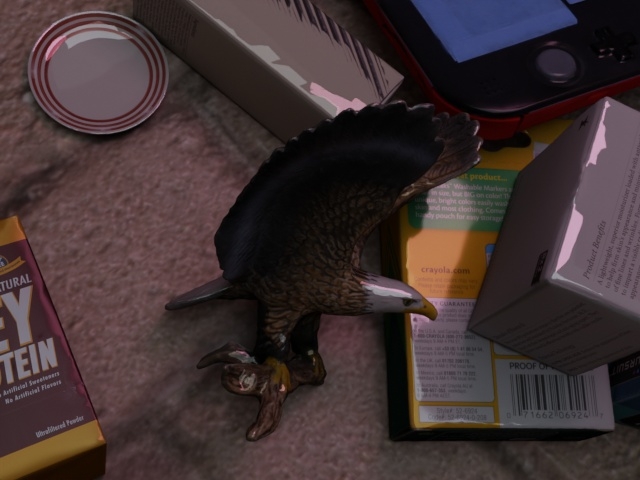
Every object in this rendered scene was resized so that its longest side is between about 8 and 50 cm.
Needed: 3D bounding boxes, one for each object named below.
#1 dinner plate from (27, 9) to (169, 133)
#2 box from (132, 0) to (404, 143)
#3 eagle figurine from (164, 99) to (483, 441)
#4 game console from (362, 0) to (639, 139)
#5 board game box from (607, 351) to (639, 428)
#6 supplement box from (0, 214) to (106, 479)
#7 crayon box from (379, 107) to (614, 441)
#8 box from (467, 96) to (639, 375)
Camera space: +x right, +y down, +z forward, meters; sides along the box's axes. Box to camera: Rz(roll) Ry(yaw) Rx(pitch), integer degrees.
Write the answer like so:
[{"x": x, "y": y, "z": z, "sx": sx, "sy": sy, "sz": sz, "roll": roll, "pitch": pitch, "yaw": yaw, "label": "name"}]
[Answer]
[{"x": -0.226, "y": -0.171, "z": 1.038, "sx": 0.141, "sy": 0.017, "sz": 0.141, "roll": 4, "pitch": 70, "yaw": -11, "label": "dinner plate"}, {"x": -0.058, "y": -0.198, "z": 1.035, "sx": 0.275, "sy": 0.113, "sz": 0.094, "roll": 39, "pitch": 67, "yaw": 2, "label": "box"}, {"x": 0.011, "y": 0.003, "z": 0.902, "sx": 0.225, "sy": 0.226, "sz": 0.298, "roll": 11, "pitch": 104, "yaw": -27, "label": "eagle figurine"}, {"x": 0.210, "y": -0.293, "z": 1.083, "sx": 0.341, "sy": 0.060, "sz": 0.387, "roll": -22, "pitch": 60, "yaw": -10, "label": "game console"}, {"x": 0.455, "y": 0.149, "z": 0.947, "sx": 0.335, "sy": 0.254, "sz": 0.079, "roll": 15, "pitch": 69, "yaw": -6, "label": "board game box"}, {"x": -0.271, "y": 0.116, "z": 0.834, "sx": 0.129, "sy": 0.191, "sz": 0.194, "roll": -20, "pitch": 76, "yaw": -18, "label": "supplement box"}, {"x": 0.168, "y": 0.035, "z": 1.017, "sx": 0.203, "sy": 0.083, "sz": 0.323, "roll": 3, "pitch": 71, "yaw": -11, "label": "crayon box"}, {"x": 0.237, "y": 0.003, "z": 0.900, "sx": 0.119, "sy": 0.182, "sz": 0.181, "roll": 24, "pitch": 68, "yaw": -5, "label": "box"}]
